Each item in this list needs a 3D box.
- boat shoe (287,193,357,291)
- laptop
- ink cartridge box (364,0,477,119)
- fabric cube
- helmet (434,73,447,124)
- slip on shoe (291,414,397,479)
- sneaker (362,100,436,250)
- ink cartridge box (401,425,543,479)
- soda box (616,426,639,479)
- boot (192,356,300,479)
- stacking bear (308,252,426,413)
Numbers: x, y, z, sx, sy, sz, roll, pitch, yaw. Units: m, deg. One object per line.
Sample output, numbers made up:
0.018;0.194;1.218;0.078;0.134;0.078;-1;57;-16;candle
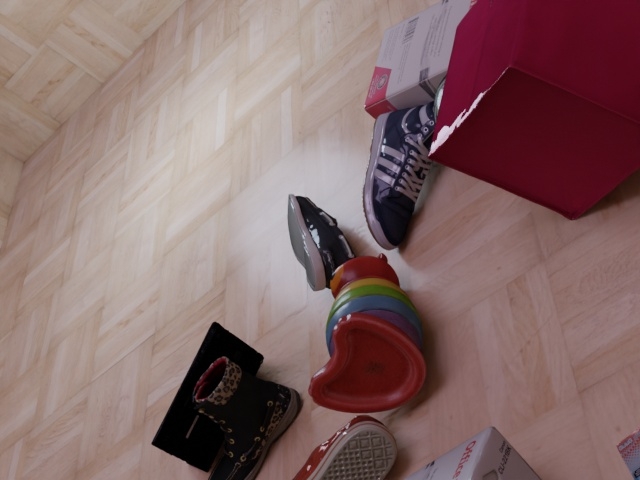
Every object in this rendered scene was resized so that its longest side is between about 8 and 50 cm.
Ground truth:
0.000;0.000;1.980;0.302;0.091;0.114;-112;17;-54;boat shoe
-0.217;0.284;1.895;0.137;0.264;0.234;15;72;36;laptop
0.233;-0.337;1.943;0.283;0.117;0.207;-19;46;47;ink cartridge box
0.336;-0.228;1.494;0.259;0.254;0.258;131;157;-58;fabric cube
0.269;-0.221;1.752;0.162;0.169;0.169;-23;41;18;helmet
-0.007;0.396;1.591;0.331;0.123;0.101;-50;8;9;slip on shoe
0.166;-0.125;1.852;0.153;0.099;0.282;-15;56;34;sneaker
0.132;0.378;1.297;0.273;0.114;0.197;-42;4;34;ink cartridge box
0.431;0.211;1.183;0.183;0.058;0.063;-44;32;20;soda box
-0.165;0.322;1.801;0.236;0.179;0.085;-53;34;2;boot
0.078;0.126;1.677;0.289;0.164;0.175;-91;21;-60;stacking bear
